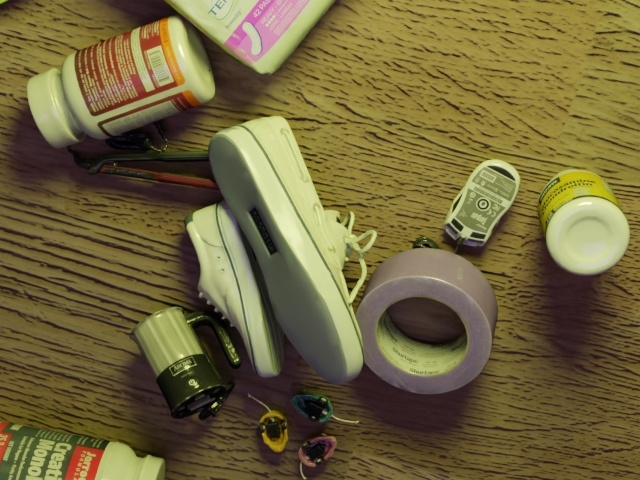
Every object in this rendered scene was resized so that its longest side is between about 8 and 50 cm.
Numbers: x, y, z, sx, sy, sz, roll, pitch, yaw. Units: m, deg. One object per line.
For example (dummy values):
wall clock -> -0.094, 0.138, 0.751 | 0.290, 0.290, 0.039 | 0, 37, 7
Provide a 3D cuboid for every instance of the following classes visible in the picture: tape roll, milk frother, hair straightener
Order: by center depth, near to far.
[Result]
hair straightener -> -0.232, -0.124, 1.720 | 0.231, 0.047, 0.089 | 7, 88, 8
tape roll -> 0.144, 0.110, 1.726 | 0.189, 0.080, 0.189 | 7, 121, 11
milk frother -> -0.188, 0.179, 1.792 | 0.134, 0.129, 0.143 | 60, 148, 21

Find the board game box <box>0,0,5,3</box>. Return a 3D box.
board game box -> -0.406, -0.362, 1.639 | 0.181, 0.043, 0.092 | -23, 106, 11

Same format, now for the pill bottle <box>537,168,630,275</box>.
pill bottle -> 0.333, -0.031, 1.628 | 0.103, 0.184, 0.103 | 1, 109, 4

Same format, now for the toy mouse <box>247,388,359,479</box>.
toy mouse -> -0.013, 0.269, 1.839 | 0.143, 0.031, 0.161 | -15, 108, 9

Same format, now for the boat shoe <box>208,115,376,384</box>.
boat shoe -> -0.005, 0.001, 1.682 | 0.367, 0.156, 0.136 | 63, 148, 3

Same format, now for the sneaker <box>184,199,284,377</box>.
sneaker -> -0.118, 0.069, 1.755 | 0.091, 0.094, 0.258 | -11, 100, 19

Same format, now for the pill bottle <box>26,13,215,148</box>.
pill bottle -> -0.259, -0.202, 1.644 | 0.221, 0.121, 0.121 | -18, 107, 10

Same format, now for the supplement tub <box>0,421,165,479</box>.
supplement tub -> -0.373, 0.371, 1.816 | 0.272, 0.191, 0.191 | 10, 110, 1

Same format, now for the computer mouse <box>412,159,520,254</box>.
computer mouse -> 0.208, -0.029, 1.716 | 0.106, 0.042, 0.193 | 29, 114, -1

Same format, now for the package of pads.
package of pads -> -0.109, -0.376, 1.584 | 0.296, 0.101, 0.229 | 40, 106, -9
